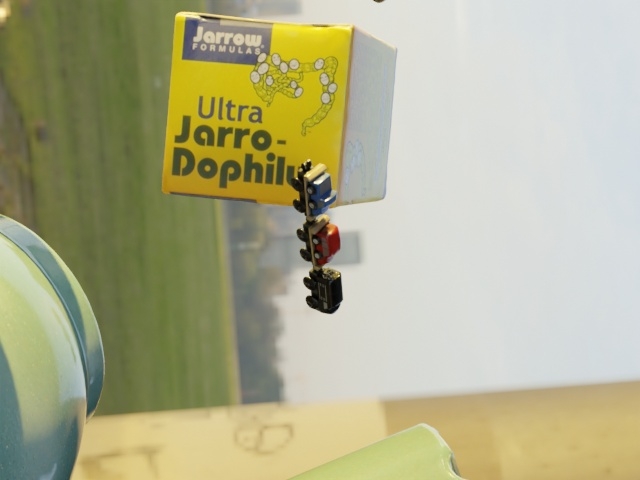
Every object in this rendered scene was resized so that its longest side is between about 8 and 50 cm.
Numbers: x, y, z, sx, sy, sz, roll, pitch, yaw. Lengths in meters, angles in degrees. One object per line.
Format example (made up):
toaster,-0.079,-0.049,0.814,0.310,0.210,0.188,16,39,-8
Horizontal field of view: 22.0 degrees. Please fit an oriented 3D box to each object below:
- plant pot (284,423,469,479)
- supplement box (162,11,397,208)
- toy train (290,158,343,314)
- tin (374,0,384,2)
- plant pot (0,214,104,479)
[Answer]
plant pot,0.013,0.358,1.562,0.341,0.334,0.341,61,-7,13
supplement box,-0.036,-0.143,1.868,0.356,0.194,0.195,-13,108,-79
toy train,0.000,0.000,1.408,0.027,0.036,0.158,-39,137,-36
tin,0.101,-0.212,1.101,0.106,0.189,0.040,-11,-69,51
plant pot,-0.261,0.092,1.037,0.196,0.293,0.293,-33,127,-50
